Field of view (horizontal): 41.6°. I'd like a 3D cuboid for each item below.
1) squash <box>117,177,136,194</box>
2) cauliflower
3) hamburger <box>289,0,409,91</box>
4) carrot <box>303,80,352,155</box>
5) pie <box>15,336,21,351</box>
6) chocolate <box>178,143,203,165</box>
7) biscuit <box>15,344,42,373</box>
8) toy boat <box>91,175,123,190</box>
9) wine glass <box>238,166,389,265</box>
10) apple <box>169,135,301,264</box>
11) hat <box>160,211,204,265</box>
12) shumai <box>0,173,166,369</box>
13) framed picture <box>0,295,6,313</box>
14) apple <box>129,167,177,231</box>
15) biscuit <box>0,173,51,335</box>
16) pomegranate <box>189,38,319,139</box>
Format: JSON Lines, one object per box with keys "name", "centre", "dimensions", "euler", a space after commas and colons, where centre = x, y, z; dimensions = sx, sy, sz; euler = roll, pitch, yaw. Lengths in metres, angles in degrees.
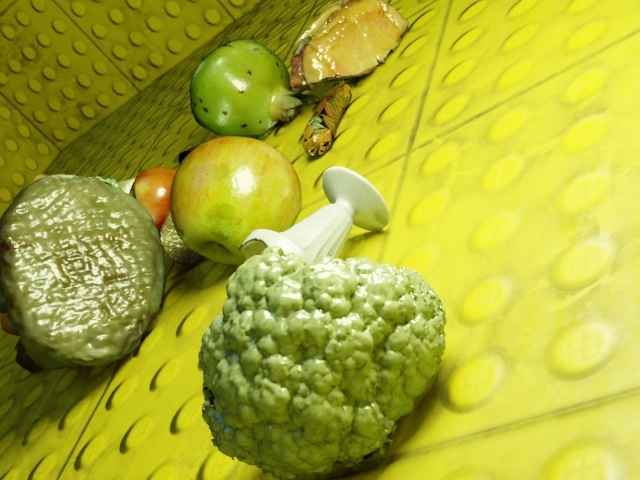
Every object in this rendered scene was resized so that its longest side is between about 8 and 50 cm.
{"name": "squash", "centre": [-0.539, -0.108, 2.254], "dimensions": [0.261, 0.189, 0.189], "euler": [-54, 25, -14]}
{"name": "cauliflower", "centre": [-0.001, 0.142, 0.991], "dimensions": [0.250, 0.275, 0.273], "euler": [11, -85, -75]}
{"name": "hamburger", "centre": [0.063, -0.448, 1.903], "dimensions": [0.155, 0.282, 0.246], "euler": [176, 94, -68]}
{"name": "carrot", "centre": [0.015, -0.260, 1.789], "dimensions": [0.069, 0.069, 0.229], "euler": [-25, 27, 35]}
{"name": "pie", "centre": [-0.770, 0.258, 2.201], "dimensions": [0.084, 0.021, 0.084], "euler": [-35, 24, 18]}
{"name": "chocolate", "centre": [-0.259, -0.169, 2.034], "dimensions": [0.148, 0.125, 0.080], "euler": [21, 49, 25]}
{"name": "biscuit", "centre": [-0.617, 0.177, 2.071], "dimensions": [0.359, 0.046, 0.359], "euler": [-34, 25, 18]}
{"name": "toy boat", "centre": [-0.493, -0.010, 2.019], "dimensions": [0.108, 0.293, 0.099], "euler": [-18, -10, 9]}
{"name": "wine glass", "centre": [0.000, 0.000, 1.257], "dimensions": [0.196, 0.165, 0.164], "euler": [-46, 22, -24]}
{"name": "apple", "centre": [-0.159, -0.066, 1.582], "dimensions": [0.246, 0.246, 0.226], "euler": [-23, 49, 38]}
{"name": "hat", "centre": [-0.267, -0.011, 1.821], "dimensions": [0.145, 0.067, 0.146], "euler": [-6, 75, 24]}
{"name": "shumai", "centre": [-0.507, 0.096, 1.706], "dimensions": [0.323, 0.323, 0.398], "euler": [-43, 52, 50]}
{"name": "framed picture", "centre": [-0.562, 0.035, 1.866], "dimensions": [0.315, 0.024, 0.232], "euler": [-57, -23, 6]}
{"name": "apple", "centre": [-0.388, -0.100, 2.045], "dimensions": [0.139, 0.164, 0.163], "euler": [-5, 7, -27]}
{"name": "biscuit", "centre": [-0.683, 0.042, 2.026], "dimensions": [0.365, 0.062, 0.386], "euler": [135, 145, -73]}
{"name": "pomegranate", "centre": [-0.167, -0.361, 2.055], "dimensions": [0.340, 0.261, 0.261], "euler": [11, 51, 26]}
